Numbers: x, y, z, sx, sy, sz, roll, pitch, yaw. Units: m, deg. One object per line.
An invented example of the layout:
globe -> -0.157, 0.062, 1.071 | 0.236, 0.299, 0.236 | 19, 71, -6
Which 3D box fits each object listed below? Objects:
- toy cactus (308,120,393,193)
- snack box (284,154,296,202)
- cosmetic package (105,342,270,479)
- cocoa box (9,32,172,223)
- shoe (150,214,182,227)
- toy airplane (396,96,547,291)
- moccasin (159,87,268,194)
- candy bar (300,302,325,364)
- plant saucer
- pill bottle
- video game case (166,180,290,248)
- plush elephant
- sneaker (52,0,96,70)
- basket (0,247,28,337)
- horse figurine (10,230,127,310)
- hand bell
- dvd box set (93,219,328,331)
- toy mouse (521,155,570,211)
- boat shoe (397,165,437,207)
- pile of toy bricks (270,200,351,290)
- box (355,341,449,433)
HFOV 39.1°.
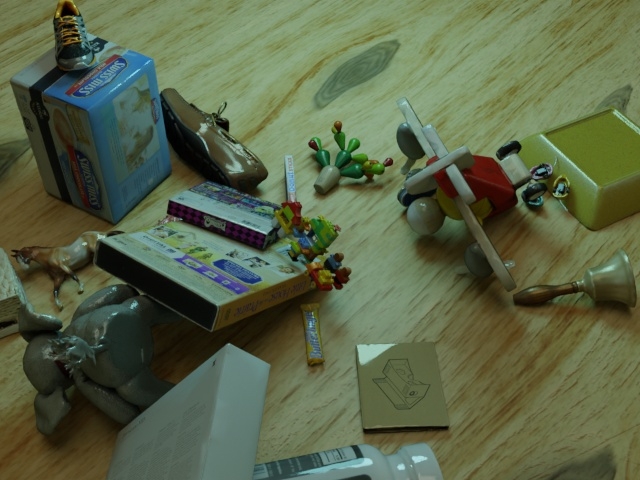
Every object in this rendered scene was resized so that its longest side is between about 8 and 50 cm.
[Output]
toy cactus -> 0.049, -0.190, 2.188 | 0.219, 0.112, 0.180 | 30, 62, 15
snack box -> -0.071, -0.121, 2.135 | 0.022, 0.064, 0.178 | -1, 46, -5
cosmetic package -> -0.238, 0.376, 1.460 | 0.097, 0.377, 0.284 | 30, 42, -24
cocoa box -> -0.514, -0.258, 2.077 | 0.228, 0.347, 0.231 | 24, 51, 21
shoe -> -0.347, -0.038, 2.057 | 0.081, 0.063, 0.178 | 1, 50, -5
toy airplane -> 0.286, -0.102, 1.955 | 0.384, 0.272, 0.386 | 40, 33, -19
moccasin -> -0.271, -0.256, 2.217 | 0.147, 0.139, 0.380 | -30, 53, -27
candy bar -> -0.016, 0.193, 1.863 | 0.040, 0.018, 0.161 | -4, 45, -3
plant saucer -> 0.692, -0.205, 2.199 | 0.333, 0.081, 0.333 | -21, 49, -19
pill bottle -> 0.017, 0.452, 1.478 | 0.363, 0.210, 0.210 | -9, 47, -8
video game case -> -0.190, -0.062, 1.982 | 0.232, 0.041, 0.210 | 19, 20, 11
plush elephant -> -0.438, 0.222, 1.696 | 0.255, 0.330, 0.271 | -13, 77, 35
sneaker -> -0.544, -0.444, 1.956 | 0.084, 0.083, 0.215 | -14, 48, -14
basket -> -0.685, 0.110, 1.891 | 0.113, 0.103, 0.167 | -20, 50, -17
horse figurine -> -0.521, 0.042, 1.984 | 0.263, 0.066, 0.174 | -27, 58, -21
hand bell -> 0.529, 0.100, 1.908 | 0.242, 0.126, 0.126 | -10, 45, 8
dvd box set -> -0.206, 0.045, 1.840 | 0.308, 0.062, 0.420 | 26, 22, 23
toy mouse -> 0.521, -0.128, 2.137 | 0.143, 0.031, 0.161 | -2, 61, 25
boat shoe -> 0.239, -0.135, 2.153 | 0.183, 0.066, 0.066 | -29, 46, -36
pile of toy bricks -> 0.000, 0.000, 1.861 | 0.118, 0.105, 0.212 | 5, 44, -47
box -> 0.157, 0.286, 1.769 | 0.164, 0.021, 0.201 | -2, 45, -2
